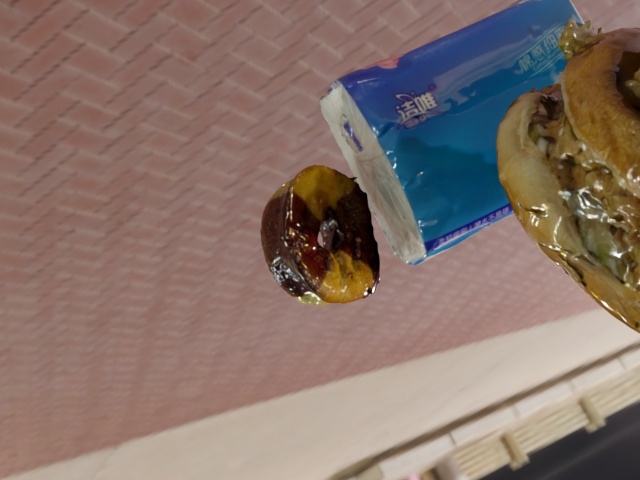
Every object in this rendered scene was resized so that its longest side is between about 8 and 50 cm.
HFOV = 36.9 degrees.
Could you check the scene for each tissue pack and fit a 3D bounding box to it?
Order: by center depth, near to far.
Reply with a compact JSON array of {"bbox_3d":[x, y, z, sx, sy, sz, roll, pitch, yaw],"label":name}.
[{"bbox_3d":[0.162,-0.122,0.981,0.269,0.209,0.137,-25,174,-12],"label":"tissue pack"}]

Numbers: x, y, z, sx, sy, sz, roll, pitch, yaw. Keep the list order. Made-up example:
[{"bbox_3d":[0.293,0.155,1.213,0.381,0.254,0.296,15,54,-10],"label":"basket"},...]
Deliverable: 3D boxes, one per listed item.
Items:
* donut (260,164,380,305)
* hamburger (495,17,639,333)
[{"bbox_3d":[0.000,0.000,0.937,0.059,0.141,0.140,-19,171,41],"label":"donut"},{"bbox_3d":[0.270,-0.070,0.694,0.245,0.261,0.211,-17,163,-46],"label":"hamburger"}]
